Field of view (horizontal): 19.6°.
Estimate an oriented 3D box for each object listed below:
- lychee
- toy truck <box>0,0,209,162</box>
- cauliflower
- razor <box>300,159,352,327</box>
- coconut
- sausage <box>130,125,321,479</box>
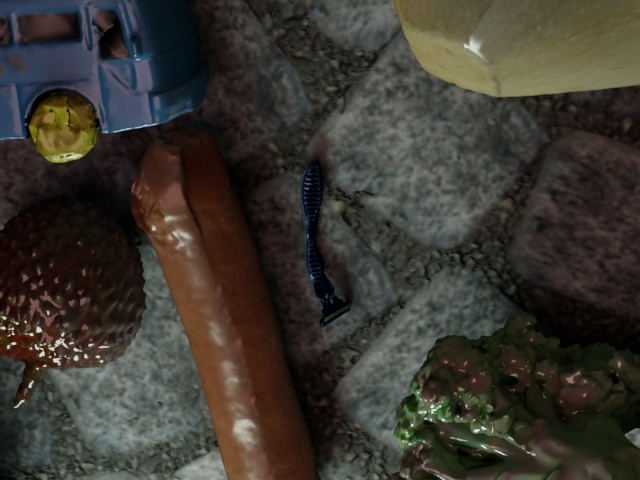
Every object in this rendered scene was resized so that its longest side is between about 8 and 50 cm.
[{"bbox_3d":[-0.237,0.056,1.654,0.165,0.165,0.197,10,84,7],"label":"lychee"},{"bbox_3d":[-0.293,-0.154,1.574,0.385,0.161,0.162,-2,105,14],"label":"toy truck"},{"bbox_3d":[0.200,0.181,1.561,0.256,0.315,0.238,-17,111,-28],"label":"cauliflower"},{"bbox_3d":[-0.003,0.000,1.655,0.028,0.044,0.154,9,117,37],"label":"razor"},{"bbox_3d":[0.188,-0.255,1.338,0.353,0.352,0.352,5,116,10],"label":"coconut"},{"bbox_3d":[-0.081,0.091,1.679,0.094,0.094,0.418,-8,113,20],"label":"sausage"}]
